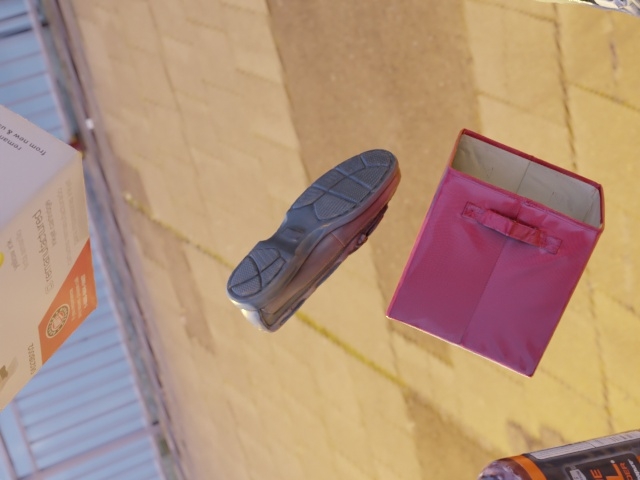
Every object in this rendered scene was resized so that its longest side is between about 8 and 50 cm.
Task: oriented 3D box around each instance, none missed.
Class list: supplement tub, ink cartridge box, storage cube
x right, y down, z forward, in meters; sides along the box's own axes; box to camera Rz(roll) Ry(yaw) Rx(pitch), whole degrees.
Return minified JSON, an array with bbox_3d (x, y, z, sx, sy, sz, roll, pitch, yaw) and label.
[{"bbox_3d":[0.194,0.217,1.031,0.106,0.198,0.106,171,90,-69],"label":"supplement tub"},{"bbox_3d":[-0.387,0.087,1.172,0.160,0.384,0.279,31,148,14],"label":"ink cartridge box"},{"bbox_3d":[0.203,0.010,1.482,0.215,0.184,0.193,-59,-9,-70],"label":"storage cube"}]

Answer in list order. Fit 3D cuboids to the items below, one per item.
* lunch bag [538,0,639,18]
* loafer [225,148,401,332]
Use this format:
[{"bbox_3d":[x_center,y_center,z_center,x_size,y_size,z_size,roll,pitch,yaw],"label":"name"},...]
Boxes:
[{"bbox_3d":[0.255,-0.356,1.272,0.305,0.213,0.255,22,100,51],"label":"lunch bag"},{"bbox_3d":[0.000,0.000,1.563,0.096,0.267,0.084,32,160,46],"label":"loafer"}]
